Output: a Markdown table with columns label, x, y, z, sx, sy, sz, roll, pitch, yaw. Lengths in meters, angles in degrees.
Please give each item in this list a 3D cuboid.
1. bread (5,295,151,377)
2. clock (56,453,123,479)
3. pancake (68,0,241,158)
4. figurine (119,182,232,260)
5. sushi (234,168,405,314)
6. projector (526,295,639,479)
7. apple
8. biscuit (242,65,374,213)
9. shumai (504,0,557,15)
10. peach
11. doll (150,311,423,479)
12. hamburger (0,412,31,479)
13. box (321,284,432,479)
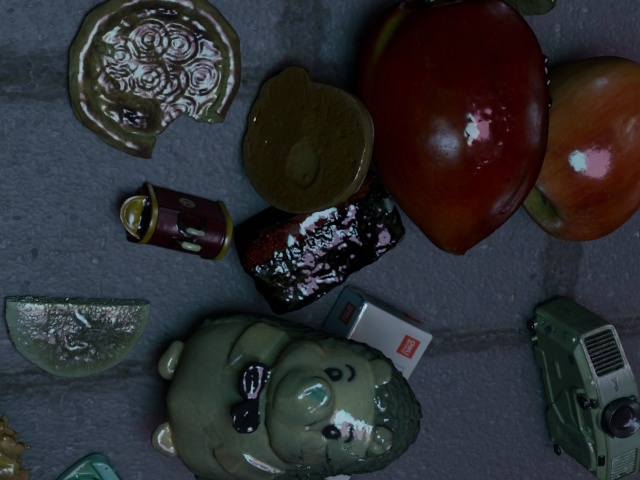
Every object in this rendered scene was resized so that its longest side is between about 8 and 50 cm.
| label | x | y | z | sx | sy | sz | roll | pitch | yaw |
| --- | --- | --- | --- | --- | --- | --- | --- | --- | --- |
| bread | -0.322 | 0.132 | 1.636 | 0.193 | 0.036 | 0.112 | 4 | 105 | -23 |
| clock | -0.330 | 0.365 | 1.699 | 0.135 | 0.041 | 0.101 | -35 | 116 | -10 |
| pancake | -0.210 | -0.217 | 1.580 | 0.235 | 0.029 | 0.212 | -34 | 115 | -12 |
| figurine | -0.190 | -0.015 | 1.613 | 0.154 | 0.098 | 0.082 | 13 | 104 | -28 |
| sushi | 0.000 | 0.000 | 1.676 | 0.225 | 0.136 | 0.126 | -28 | 106 | -8 |
| projector | 0.408 | 0.238 | 1.886 | 0.088 | 0.193 | 0.270 | -21 | 113 | -15 |
| apple | 0.383 | -0.133 | 1.743 | 0.241 | 0.242 | 0.242 | -38 | 116 | -10 |
| biscuit | -0.013 | -0.123 | 1.603 | 0.049 | 0.208 | 0.181 | 11 | 104 | -53 |
| shumai | 0.299 | -0.368 | 1.739 | 0.080 | 0.083 | 0.082 | -66 | 152 | -27 |
| peach | 0.159 | -0.151 | 1.593 | 0.257 | 0.201 | 0.362 | 4 | 98 | 22 |
| doll | -0.047 | 0.214 | 1.605 | 0.247 | 0.349 | 0.247 | 3 | 90 | -66 |
| hamburger | -0.504 | 0.312 | 1.467 | 0.445 | 0.268 | 0.287 | 18 | 82 | -6 |
| box | 0.035 | 0.209 | 1.785 | 0.135 | 0.079 | 0.269 | 29 | 94 | -28 |
